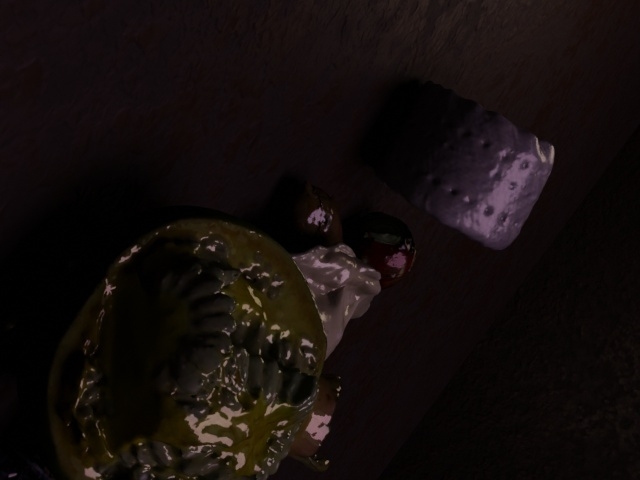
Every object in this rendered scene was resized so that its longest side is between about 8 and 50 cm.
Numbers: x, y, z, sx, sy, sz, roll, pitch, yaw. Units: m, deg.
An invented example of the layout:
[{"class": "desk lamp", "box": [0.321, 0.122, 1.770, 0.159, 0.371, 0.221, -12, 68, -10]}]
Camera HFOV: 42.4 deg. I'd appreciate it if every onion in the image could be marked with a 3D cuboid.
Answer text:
[{"class": "onion", "box": [0.084, 0.018, 1.204, 0.117, 0.118, 0.119, -50, 165, -58]}]

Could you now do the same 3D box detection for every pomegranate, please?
[{"class": "pomegranate", "box": [-0.101, 0.116, 0.713, 0.340, 0.260, 0.260, 36, 88, -39]}]

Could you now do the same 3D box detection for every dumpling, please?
[{"class": "dumpling", "box": [-0.036, 0.075, 0.961, 0.258, 0.147, 0.193, -6, 144, -32]}]

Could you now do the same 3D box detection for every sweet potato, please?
[{"class": "sweet potato", "box": [0.000, 0.000, 1.051, 0.075, 0.075, 0.273, -52, 161, -8]}]

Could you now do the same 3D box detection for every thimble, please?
[{"class": "thimble", "box": [0.198, -0.105, 1.118, 0.157, 0.217, 0.245, -59, 173, 11]}]

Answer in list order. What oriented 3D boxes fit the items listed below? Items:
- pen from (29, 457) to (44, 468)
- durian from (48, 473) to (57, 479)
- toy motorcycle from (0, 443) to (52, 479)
[{"class": "pen", "box": [-0.332, 0.310, 0.855, 0.204, 0.025, 0.025, -61, 159, 14]}, {"class": "durian", "box": [-0.205, 0.225, 0.808, 0.148, 0.091, 0.189, 103, -7, -77]}, {"class": "toy motorcycle", "box": [-0.282, 0.249, 0.694, 0.298, 0.171, 0.089, 93, 13, -48]}]
